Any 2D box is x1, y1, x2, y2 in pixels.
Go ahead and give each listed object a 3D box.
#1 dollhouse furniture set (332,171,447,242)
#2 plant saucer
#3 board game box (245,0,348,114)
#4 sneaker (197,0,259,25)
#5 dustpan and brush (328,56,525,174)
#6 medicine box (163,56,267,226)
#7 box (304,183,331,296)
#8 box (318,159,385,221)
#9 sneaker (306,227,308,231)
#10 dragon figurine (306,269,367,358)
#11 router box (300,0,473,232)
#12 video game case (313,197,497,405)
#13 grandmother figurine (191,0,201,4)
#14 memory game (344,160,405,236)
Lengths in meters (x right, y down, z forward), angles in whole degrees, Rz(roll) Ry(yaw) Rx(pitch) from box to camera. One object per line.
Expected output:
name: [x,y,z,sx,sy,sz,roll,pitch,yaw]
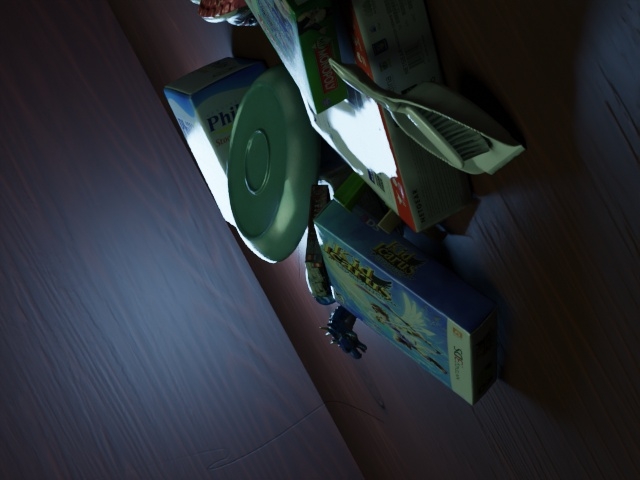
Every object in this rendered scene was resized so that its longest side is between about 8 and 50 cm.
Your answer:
dollhouse furniture set: [0.091,-0.033,1.706,0.152,0.058,0.076,36,-175,-36]
plant saucer: [-0.085,-0.124,2.074,0.317,0.044,0.317,-177,90,-64]
board game box: [-0.072,-0.316,1.444,0.317,0.046,0.213,59,175,22]
sneaker: [-0.094,-0.342,1.747,0.112,0.120,0.299,19,-168,-7]
dustpan and brush: [0.102,-0.134,1.374,0.211,0.060,0.147,44,169,0]
medicine box: [-0.138,-0.171,2.359,0.289,0.149,0.263,64,169,-16]
box: [0.000,0.000,1.900,0.094,0.027,0.137,77,-165,-56]
box: [0.061,-0.008,2.004,0.231,0.056,0.183,64,170,-12]
sneaker: [-0.002,-0.013,2.375,0.134,0.051,0.070,25,137,66]
dragon figurine: [0.022,0.052,2.174,0.289,0.144,0.085,59,169,18]
router box: [0.043,-0.218,1.551,0.301,0.082,0.335,49,163,50]
video game case: [0.119,0.084,1.783,0.269,0.061,0.244,36,161,23]
grandmother figurine: [-0.231,-0.513,2.104,0.342,0.104,0.208,57,-164,13]
memory game: [0.075,-0.085,1.936,0.186,0.012,0.186,59,169,18]
